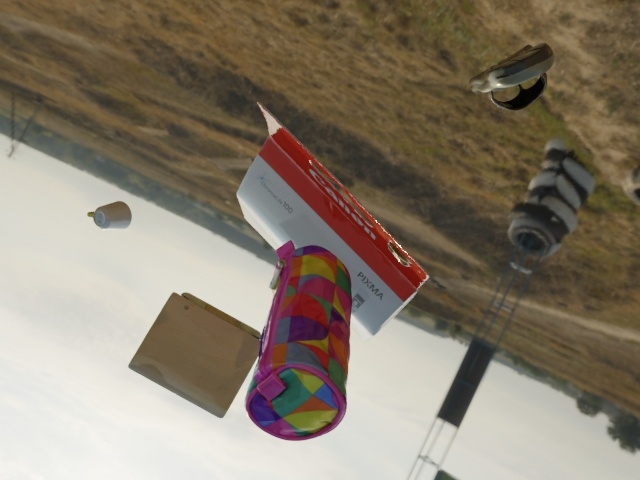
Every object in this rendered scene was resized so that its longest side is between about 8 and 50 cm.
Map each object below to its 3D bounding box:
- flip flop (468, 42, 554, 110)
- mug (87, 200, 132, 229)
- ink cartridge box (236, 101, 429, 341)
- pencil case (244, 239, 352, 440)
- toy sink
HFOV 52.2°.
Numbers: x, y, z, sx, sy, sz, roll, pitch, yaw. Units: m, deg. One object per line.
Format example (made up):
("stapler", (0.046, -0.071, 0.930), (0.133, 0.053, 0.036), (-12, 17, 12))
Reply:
("flip flop", (0.289, -0.231, 0.955), (0.080, 0.112, 0.277), (59, -169, -7))
("mug", (-0.444, -0.046, 1.363), (0.064, 0.078, 0.062), (-17, -98, -64))
("ink cartridge box", (0.000, 0.000, 0.955), (0.308, 0.091, 0.385), (46, 172, 9))
("pencil case", (-0.019, 0.096, 0.689), (0.104, 0.104, 0.236), (26, -154, -13))
("toy sink", (-0.183, 0.167, 1.012), (0.152, 0.131, 0.234), (30, 170, -3))
